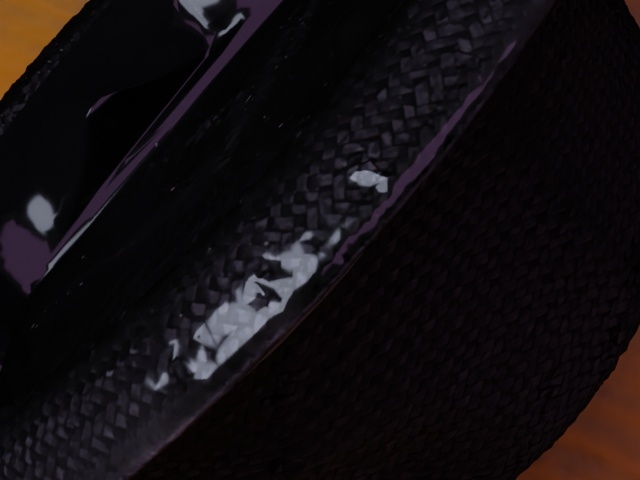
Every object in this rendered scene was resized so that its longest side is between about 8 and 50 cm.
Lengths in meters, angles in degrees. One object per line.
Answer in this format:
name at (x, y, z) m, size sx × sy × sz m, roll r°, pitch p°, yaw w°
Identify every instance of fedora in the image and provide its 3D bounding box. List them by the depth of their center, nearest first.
fedora at (0.000, 0.000, 0.601) m, size 0.152 × 0.334 × 0.334 m, roll 42°, pitch 65°, yaw -24°
